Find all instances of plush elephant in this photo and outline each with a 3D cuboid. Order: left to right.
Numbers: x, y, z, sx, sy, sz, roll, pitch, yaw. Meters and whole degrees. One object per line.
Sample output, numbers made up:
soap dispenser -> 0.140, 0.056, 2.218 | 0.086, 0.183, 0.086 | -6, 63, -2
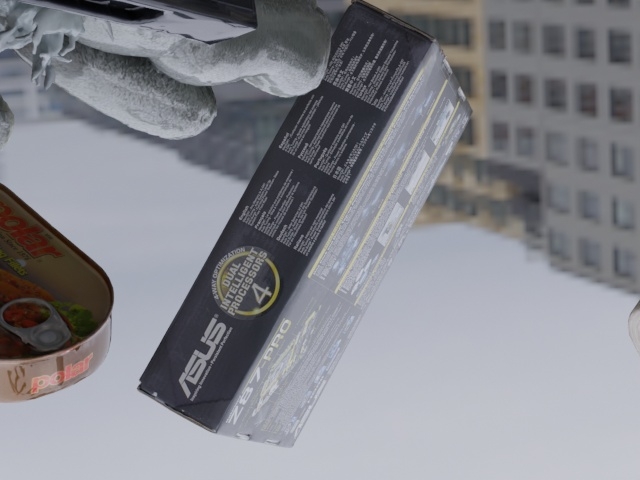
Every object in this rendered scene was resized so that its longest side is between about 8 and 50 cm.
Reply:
plush elephant -> -0.176, -0.178, 1.121 | 0.255, 0.272, 0.330 | 6, -152, 30

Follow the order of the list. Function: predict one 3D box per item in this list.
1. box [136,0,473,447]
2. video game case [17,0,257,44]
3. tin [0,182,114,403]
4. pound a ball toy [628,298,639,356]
box -> 0.000, 0.000, 1.784 | 0.097, 0.395, 0.318 | 29, 179, 12
video game case -> -0.125, -0.228, 0.776 | 0.035, 0.275, 0.248 | -14, 171, 29
tin -> -0.186, 0.021, 1.020 | 0.106, 0.040, 0.190 | -26, -136, -30
pound a ball toy -> 0.298, -0.052, 1.179 | 0.136, 0.208, 0.319 | 1, -137, 48
